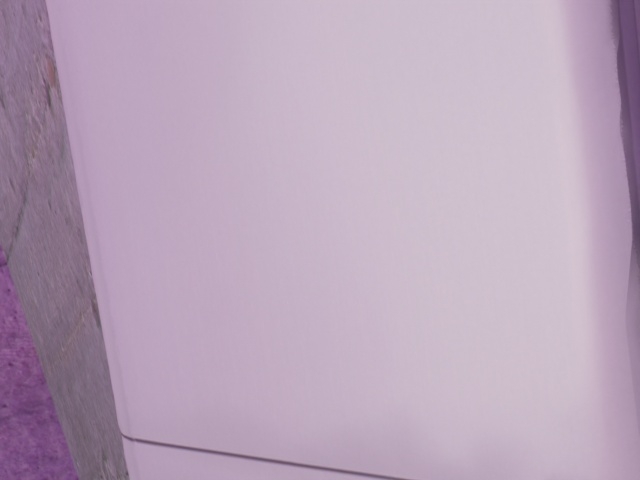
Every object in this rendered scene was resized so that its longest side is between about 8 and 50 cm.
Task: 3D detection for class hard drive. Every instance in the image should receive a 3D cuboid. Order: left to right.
[{"bbox_3d":[-0.003,-0.068,0.382,0.233,0.047,0.353,-1,100,41],"label":"hard drive"}]
